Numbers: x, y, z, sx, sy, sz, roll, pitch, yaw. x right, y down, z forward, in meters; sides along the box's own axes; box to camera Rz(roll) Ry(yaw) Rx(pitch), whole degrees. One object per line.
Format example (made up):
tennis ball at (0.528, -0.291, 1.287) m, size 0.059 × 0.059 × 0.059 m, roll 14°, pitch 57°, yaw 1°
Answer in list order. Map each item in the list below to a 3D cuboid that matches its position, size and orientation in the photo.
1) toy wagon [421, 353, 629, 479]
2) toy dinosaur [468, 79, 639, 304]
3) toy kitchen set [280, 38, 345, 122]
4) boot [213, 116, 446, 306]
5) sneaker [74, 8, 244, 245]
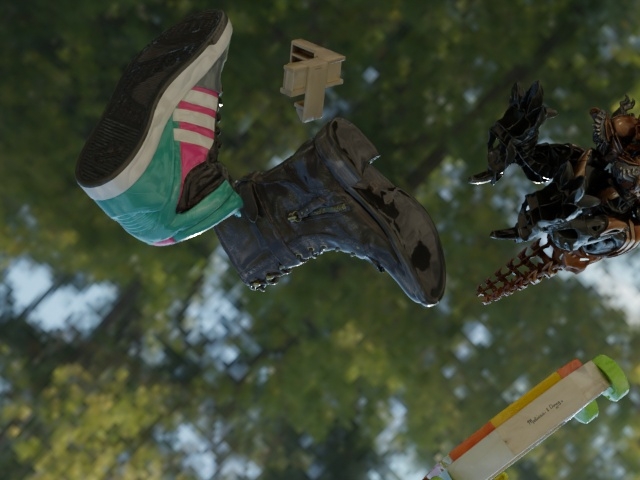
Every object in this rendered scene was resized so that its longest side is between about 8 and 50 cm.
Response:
toy wagon at (0.217, 0.250, 2.079) m, size 0.068 × 0.267 × 0.344 m, roll 53°, pitch 162°, yaw 10°
toy dinosaur at (0.277, -0.039, 1.758) m, size 0.218 × 0.322 × 0.164 m, roll 19°, pitch -163°, yaw -40°
toy kitchen set at (-0.028, -0.181, 1.995) m, size 0.075 × 0.068 × 0.083 m, roll 27°, pitch -148°, yaw 37°
boot at (0.000, 0.000, 2.028) m, size 0.263 × 0.229 × 0.091 m, roll 57°, pitch -147°, yaw -1°
sneaker at (-0.143, -0.104, 1.930) m, size 0.178 × 0.124 × 0.295 m, roll 57°, pitch -135°, yaw -34°
